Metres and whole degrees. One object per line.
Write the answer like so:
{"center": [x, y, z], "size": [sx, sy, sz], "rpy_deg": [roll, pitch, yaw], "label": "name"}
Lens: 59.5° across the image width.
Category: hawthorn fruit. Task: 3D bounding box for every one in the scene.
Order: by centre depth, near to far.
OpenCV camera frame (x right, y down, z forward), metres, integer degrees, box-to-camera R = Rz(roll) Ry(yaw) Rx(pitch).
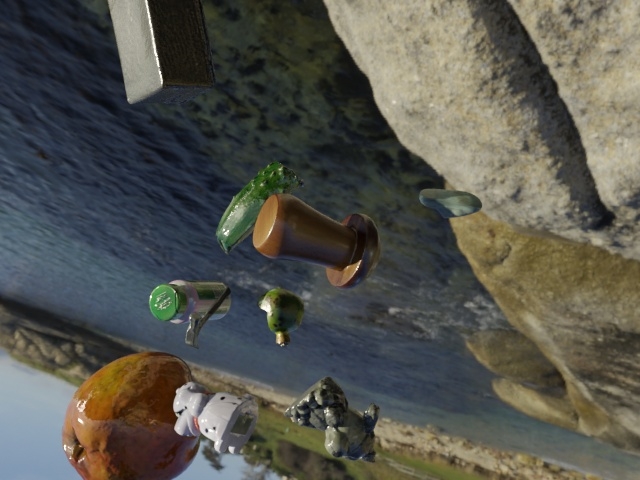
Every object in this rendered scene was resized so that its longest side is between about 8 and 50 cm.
{"center": [-0.629, 0.607, 1.880], "size": [0.472, 0.471, 0.472], "rpy_deg": [17, 161, 6], "label": "hawthorn fruit"}

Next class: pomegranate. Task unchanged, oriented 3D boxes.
{"center": [-0.103, 0.216, 1.647], "size": [0.122, 0.169, 0.143], "rpy_deg": [-30, 153, 15], "label": "pomegranate"}

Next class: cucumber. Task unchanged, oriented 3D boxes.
{"center": [-0.206, -0.105, 1.692], "size": [0.145, 0.325, 0.105], "rpy_deg": [45, -179, 12], "label": "cucumber"}

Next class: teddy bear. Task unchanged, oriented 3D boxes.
{"center": [0.049, 0.437, 1.357], "size": [0.251, 0.171, 0.144], "rpy_deg": [36, -152, 13], "label": "teddy bear"}

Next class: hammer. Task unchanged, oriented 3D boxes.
{"center": [-0.275, 0.183, 1.399], "size": [0.029, 0.103, 0.246], "rpy_deg": [17, -159, 6], "label": "hammer"}

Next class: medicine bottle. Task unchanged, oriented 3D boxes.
{"center": [-0.396, 0.186, 1.715], "size": [0.133, 0.133, 0.274], "rpy_deg": [11, 180, 21], "label": "medicine bottle"}

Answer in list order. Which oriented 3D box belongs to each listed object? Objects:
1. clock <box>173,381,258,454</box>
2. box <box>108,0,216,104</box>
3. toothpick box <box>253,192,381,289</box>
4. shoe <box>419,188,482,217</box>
{"center": [-0.336, 0.510, 1.667], "size": [0.254, 0.189, 0.189], "rpy_deg": [14, 161, 22], "label": "clock"}
{"center": [-0.365, -0.464, 1.284], "size": [0.143, 0.273, 0.184], "rpy_deg": [-14, -174, -44], "label": "box"}
{"center": [0.000, 0.000, 1.325], "size": [0.294, 0.192, 0.192], "rpy_deg": [20, 162, -23], "label": "toothpick box"}
{"center": [0.405, -0.111, 1.765], "size": [0.195, 0.079, 0.078], "rpy_deg": [11, 133, 4], "label": "shoe"}
